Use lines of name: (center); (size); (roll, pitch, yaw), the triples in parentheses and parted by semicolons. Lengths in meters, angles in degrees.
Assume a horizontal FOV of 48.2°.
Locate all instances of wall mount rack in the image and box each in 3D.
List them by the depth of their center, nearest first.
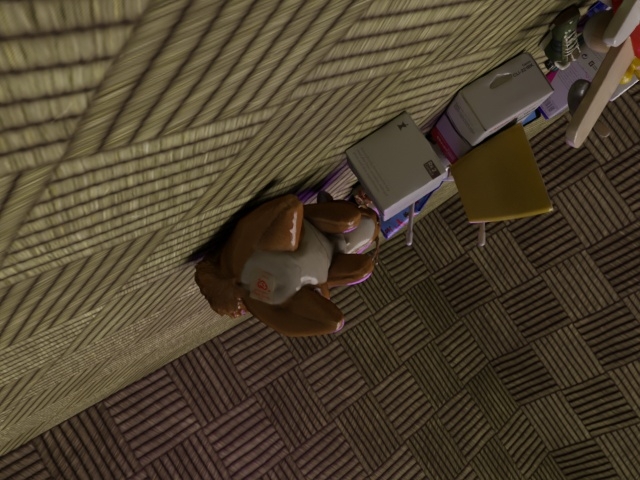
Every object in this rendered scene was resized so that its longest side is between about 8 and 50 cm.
wall mount rack: (0.363, -0.128, 1.932); (0.350, 0.130, 0.304); (-1, -142, 32)

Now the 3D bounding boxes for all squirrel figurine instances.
squirrel figurine: (-0.060, 0.024, 1.556); (0.397, 0.281, 0.370); (-21, -168, 33)

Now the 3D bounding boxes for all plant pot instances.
plant pot: (0.425, -0.139, 1.714); (0.187, 0.212, 0.212); (-21, 177, 15)

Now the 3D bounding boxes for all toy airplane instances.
toy airplane: (0.617, -0.408, 1.405); (0.386, 0.384, 0.272); (-23, -149, -20)

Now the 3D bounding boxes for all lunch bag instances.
lunch bag: (0.290, -0.174, 2.222); (0.293, 0.138, 0.221); (-44, 178, -30)

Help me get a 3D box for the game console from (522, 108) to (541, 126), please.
game console: (0.698, -0.436, 2.366); (0.122, 0.107, 0.071); (-30, -159, -24)

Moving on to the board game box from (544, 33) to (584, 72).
board game box: (0.686, -0.516, 1.898); (0.186, 0.026, 0.126); (-36, 173, 27)

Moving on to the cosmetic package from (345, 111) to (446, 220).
cosmetic package: (0.157, -0.150, 1.506); (0.151, 0.151, 0.183); (-33, 173, 2)

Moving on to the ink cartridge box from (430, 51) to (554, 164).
ink cartridge box: (0.397, -0.303, 1.692); (0.197, 0.114, 0.273); (-31, 173, -10)

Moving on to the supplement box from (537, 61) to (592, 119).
supplement box: (0.745, -0.473, 2.122); (0.114, 0.111, 0.220); (-27, 172, -42)

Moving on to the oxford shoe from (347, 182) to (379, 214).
oxford shoe: (0.160, -0.125, 1.861); (0.130, 0.123, 0.348); (-25, 170, -21)

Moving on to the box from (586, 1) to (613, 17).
box: (0.659, -0.538, 1.609); (0.136, 0.028, 0.081); (-31, 174, -39)

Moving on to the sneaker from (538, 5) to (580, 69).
sneaker: (0.533, -0.429, 1.541); (0.064, 0.086, 0.192); (-33, 173, -1)

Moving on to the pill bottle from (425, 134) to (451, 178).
pill bottle: (0.372, -0.258, 1.884); (0.215, 0.117, 0.117); (-32, 173, -11)

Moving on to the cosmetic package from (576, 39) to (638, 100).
cosmetic package: (0.778, -0.510, 1.650); (0.365, 0.155, 0.197); (-40, -179, 30)
